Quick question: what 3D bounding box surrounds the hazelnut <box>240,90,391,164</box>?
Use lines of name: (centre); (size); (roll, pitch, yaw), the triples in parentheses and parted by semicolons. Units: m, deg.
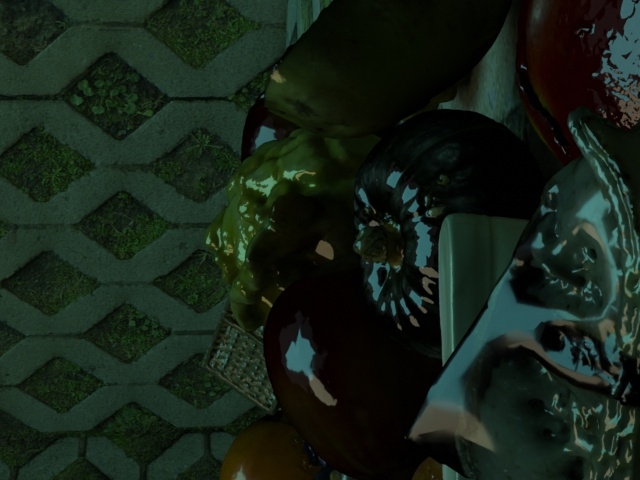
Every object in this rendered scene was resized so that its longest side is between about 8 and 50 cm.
hazelnut: (0.005, -0.119, 1.440); (0.218, 0.218, 0.234); (-138, 54, -81)

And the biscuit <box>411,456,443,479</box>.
biscuit: (0.125, 0.258, 0.833); (0.334, 0.047, 0.202); (121, 148, -49)

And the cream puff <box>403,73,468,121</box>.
cream puff: (0.095, -0.185, 1.033); (0.146, 0.116, 0.146); (19, 113, 55)

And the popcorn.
popcorn: (0.003, 0.002, 1.210); (0.237, 0.293, 0.293); (-140, 47, -59)

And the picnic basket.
picnic basket: (-0.054, 0.108, 1.465); (0.154, 0.134, 0.196); (-38, -24, -56)

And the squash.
squash: (0.099, -0.003, 0.810); (0.193, 0.156, 0.193); (62, 171, 17)

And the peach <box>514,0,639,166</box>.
peach: (0.165, -0.125, 0.597); (0.279, 0.068, 0.189); (100, 165, -55)

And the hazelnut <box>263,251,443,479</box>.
hazelnut: (0.047, 0.118, 0.959); (0.229, 0.229, 0.230); (179, 90, -83)

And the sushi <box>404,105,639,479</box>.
sushi: (0.163, 0.047, 0.528); (0.109, 0.134, 0.273); (59, 136, 48)

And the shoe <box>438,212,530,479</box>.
shoe: (0.135, 0.112, 0.682); (0.095, 0.110, 0.265); (-98, 4, -87)

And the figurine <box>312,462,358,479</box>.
figurine: (0.058, 0.365, 1.225); (0.308, 0.143, 0.309); (178, 90, -80)

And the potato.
potato: (0.078, -0.171, 0.829); (0.272, 0.111, 0.160); (-50, -5, -14)

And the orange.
orange: (-0.034, 0.380, 1.593); (0.246, 0.246, 0.246); (179, 90, -83)

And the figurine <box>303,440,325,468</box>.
figurine: (0.048, 0.207, 1.433); (0.145, 0.145, 0.222); (-114, 20, -73)
